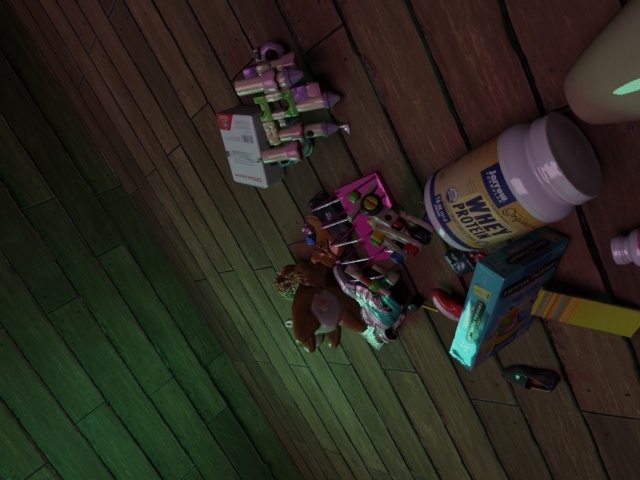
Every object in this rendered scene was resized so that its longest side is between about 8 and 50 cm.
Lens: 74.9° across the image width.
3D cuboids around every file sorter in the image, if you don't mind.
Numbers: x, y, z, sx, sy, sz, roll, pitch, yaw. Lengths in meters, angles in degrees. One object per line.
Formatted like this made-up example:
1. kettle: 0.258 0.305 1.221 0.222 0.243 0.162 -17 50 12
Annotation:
1. file sorter: 0.134 -0.034 1.355 0.202 0.182 0.290 -17 106 51

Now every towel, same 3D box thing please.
1. towel: 0.214 0.302 1.645 0.187 0.049 0.282 42 140 17
2. towel: 0.663 0.178 1.045 0.238 0.021 0.102 12 135 14

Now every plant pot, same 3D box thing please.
1. plant pot: 0.560 -0.306 0.680 0.256 0.257 0.274 56 158 -4

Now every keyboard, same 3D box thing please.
1. keyboard: 0.046 -0.092 1.504 0.100 0.038 0.192 -39 79 24

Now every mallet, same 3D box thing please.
1. mallet: 0.386 0.238 1.403 0.190 0.062 0.039 21 133 34

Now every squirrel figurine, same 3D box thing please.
1. squirrel figurine: -0.032 0.272 1.749 0.370 0.281 0.396 116 137 -66

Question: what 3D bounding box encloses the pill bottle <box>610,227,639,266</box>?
1. pill bottle: 0.709 0.010 0.870 0.160 0.087 0.087 -12 109 50

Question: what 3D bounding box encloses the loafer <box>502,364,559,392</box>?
1. loafer: 0.638 0.428 1.290 0.170 0.061 0.062 -17 107 51

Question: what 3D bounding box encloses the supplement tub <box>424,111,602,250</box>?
1. supplement tub: 0.422 -0.123 0.950 0.228 0.228 0.316 55 142 -2

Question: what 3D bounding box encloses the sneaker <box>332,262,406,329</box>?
1. sneaker: 0.189 0.156 1.471 0.295 0.124 0.178 45 124 7

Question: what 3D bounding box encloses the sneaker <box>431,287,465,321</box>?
1. sneaker: 0.463 0.205 1.299 0.221 0.087 0.128 39 133 -1

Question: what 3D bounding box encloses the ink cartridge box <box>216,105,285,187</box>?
1. ink cartridge box: -0.257 -0.353 1.568 0.197 0.114 0.272 17 129 36

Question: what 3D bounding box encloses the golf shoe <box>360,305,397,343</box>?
1. golf shoe: 0.217 0.301 1.554 0.086 0.067 0.186 -19 112 41

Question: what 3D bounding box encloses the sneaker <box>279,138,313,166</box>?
1. sneaker: -0.089 -0.304 1.463 0.065 0.076 0.166 54 142 -2

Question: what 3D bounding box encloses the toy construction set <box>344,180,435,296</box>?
1. toy construction set: 0.159 -0.019 1.165 0.237 0.257 0.308 32 108 4

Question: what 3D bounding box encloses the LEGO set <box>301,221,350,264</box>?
1. LEGO set: -0.006 0.031 1.623 0.227 0.093 0.087 47 142 8

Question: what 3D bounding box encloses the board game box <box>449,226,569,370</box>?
1. board game box: 0.478 0.154 1.077 0.079 0.254 0.335 42 145 40

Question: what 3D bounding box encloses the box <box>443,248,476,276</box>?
1. box: 0.424 0.062 1.263 0.083 0.018 0.067 54 142 -1

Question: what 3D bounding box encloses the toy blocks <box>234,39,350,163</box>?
1. toy blocks: -0.065 -0.434 1.266 0.260 0.308 0.288 -8 130 13

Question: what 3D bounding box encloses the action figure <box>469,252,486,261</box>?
1. action figure: 0.482 0.069 1.202 0.115 0.030 0.038 36 144 24

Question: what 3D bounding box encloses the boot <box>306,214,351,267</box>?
1. boot: 0.000 0.000 1.545 0.197 0.073 0.152 28 92 26
